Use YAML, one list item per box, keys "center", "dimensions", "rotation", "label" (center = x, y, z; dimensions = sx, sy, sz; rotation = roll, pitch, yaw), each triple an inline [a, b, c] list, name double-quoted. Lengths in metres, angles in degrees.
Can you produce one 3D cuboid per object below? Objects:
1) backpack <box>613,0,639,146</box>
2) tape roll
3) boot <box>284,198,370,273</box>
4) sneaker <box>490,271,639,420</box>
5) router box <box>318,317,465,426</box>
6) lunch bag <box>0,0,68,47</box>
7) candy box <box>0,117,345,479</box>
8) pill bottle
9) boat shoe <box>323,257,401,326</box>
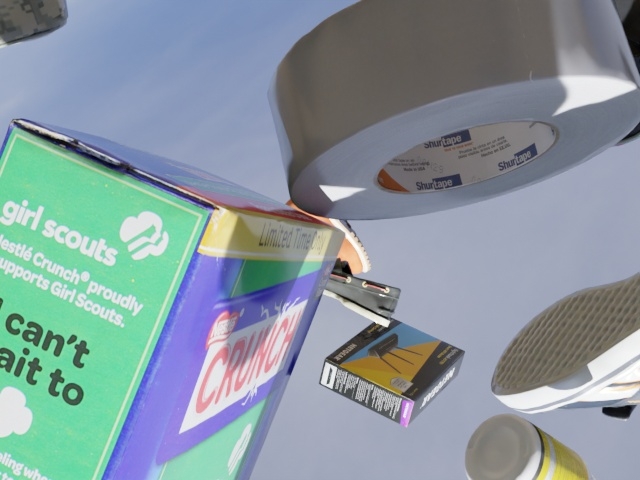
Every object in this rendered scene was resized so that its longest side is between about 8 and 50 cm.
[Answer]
- center: [0.265, -0.221, 0.978]
  dimensions: [0.225, 0.253, 0.191]
  rotation: [-60, 163, 22]
  label: "backpack"
- center: [0.081, -0.081, 0.598]
  dimensions: [0.219, 0.219, 0.072]
  rotation: [-20, -107, 25]
  label: "tape roll"
- center: [0.000, 0.000, 1.182]
  dimensions: [0.085, 0.158, 0.059]
  rotation: [-38, -141, 2]
  label: "boot"
- center: [0.292, 0.097, 0.851]
  dimensions: [0.321, 0.127, 0.126]
  rotation: [-37, -161, 47]
  label: "sneaker"
- center: [0.099, 0.170, 1.313]
  dimensions: [0.133, 0.046, 0.179]
  rotation: [23, -154, 22]
  label: "router box"
- center: [-0.337, -0.286, 0.695]
  dimensions: [0.213, 0.256, 0.305]
  rotation: [-20, -141, -26]
  label: "lunch bag"
- center: [-0.115, 0.112, 0.545]
  dimensions: [0.122, 0.268, 0.317]
  rotation: [21, -87, 13]
  label: "candy box"
- center: [0.169, 0.183, 0.755]
  dimensions: [0.065, 0.116, 0.065]
  rotation: [-29, -137, 32]
  label: "pill bottle"
- center: [0.015, 0.037, 0.939]
  dimensions: [0.133, 0.049, 0.042]
  rotation: [24, -89, 21]
  label: "boat shoe"
